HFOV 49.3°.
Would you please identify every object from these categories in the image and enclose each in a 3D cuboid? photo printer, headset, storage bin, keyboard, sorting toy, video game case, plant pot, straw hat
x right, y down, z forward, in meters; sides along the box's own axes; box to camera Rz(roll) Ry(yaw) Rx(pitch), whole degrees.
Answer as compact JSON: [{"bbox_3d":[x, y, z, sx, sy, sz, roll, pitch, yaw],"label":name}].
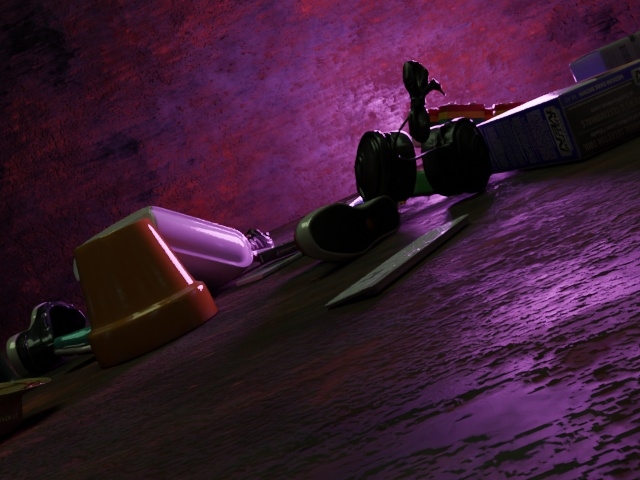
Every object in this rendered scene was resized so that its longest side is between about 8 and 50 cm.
[{"bbox_3d":[-0.314,0.041,1.466,0.256,0.107,0.307,-25,-25,31],"label":"photo printer"},{"bbox_3d":[0.171,-0.161,1.203,0.243,0.185,0.394,-7,-7,9],"label":"headset"},{"bbox_3d":[-0.662,0.275,1.330,0.091,0.098,0.135,-35,5,-2],"label":"storage bin"},{"bbox_3d":[0.099,0.020,0.826,0.072,0.014,0.256,-20,6,39],"label":"keyboard"},{"bbox_3d":[0.355,-0.264,1.592,0.255,0.090,0.257,-4,5,-14],"label":"sorting toy"},{"bbox_3d":[-0.103,0.058,1.409,0.087,0.011,0.122,-20,6,45],"label":"video game case"},{"bbox_3d":[-0.297,0.073,1.123,0.205,0.188,0.205,-24,5,2],"label":"plant pot"},{"bbox_3d":[-0.409,0.216,0.871,0.144,0.061,0.144,-8,-1,0],"label":"straw hat"}]

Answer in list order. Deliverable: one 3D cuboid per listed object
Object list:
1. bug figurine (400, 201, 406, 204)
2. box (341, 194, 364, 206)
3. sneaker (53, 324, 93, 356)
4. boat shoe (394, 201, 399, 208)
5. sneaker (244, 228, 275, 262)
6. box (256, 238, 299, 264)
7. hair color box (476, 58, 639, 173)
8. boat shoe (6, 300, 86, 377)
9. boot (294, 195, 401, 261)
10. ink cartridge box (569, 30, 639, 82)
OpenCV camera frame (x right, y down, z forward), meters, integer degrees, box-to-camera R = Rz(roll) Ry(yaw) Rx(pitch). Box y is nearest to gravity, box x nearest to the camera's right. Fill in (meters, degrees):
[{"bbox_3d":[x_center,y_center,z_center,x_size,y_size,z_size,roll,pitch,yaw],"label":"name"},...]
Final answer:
[{"bbox_3d":[0.265,-0.158,1.612,0.278,0.072,0.216,-23,5,9],"label":"bug figurine"},{"bbox_3d":[0.043,-0.041,1.482,0.100,0.060,0.244,-23,5,16],"label":"box"},{"bbox_3d":[-0.368,0.133,1.295,0.275,0.110,0.107,-27,6,-27],"label":"sneaker"},{"bbox_3d":[0.162,-0.119,1.493,0.048,0.056,0.153,-8,48,46],"label":"boat shoe"},{"bbox_3d":[-0.174,0.010,1.650,0.170,0.075,0.063,-1,-23,-46],"label":"sneaker"},{"bbox_3d":[-0.060,0.013,1.507,0.116,0.029,0.162,-21,-1,14],"label":"box"},{"bbox_3d":[0.412,-0.201,1.166,0.185,0.110,0.339,-24,6,-7],"label":"hair color box"},{"bbox_3d":[-0.578,0.196,1.540,0.113,0.127,0.340,-23,6,-1],"label":"boat shoe"},{"bbox_3d":[0.000,0.000,1.125,0.176,0.089,0.244,-21,-2,36],"label":"boot"},{"bbox_3d":[0.598,-0.321,1.355,0.190,0.140,0.082,-26,3,-27],"label":"ink cartridge box"}]
